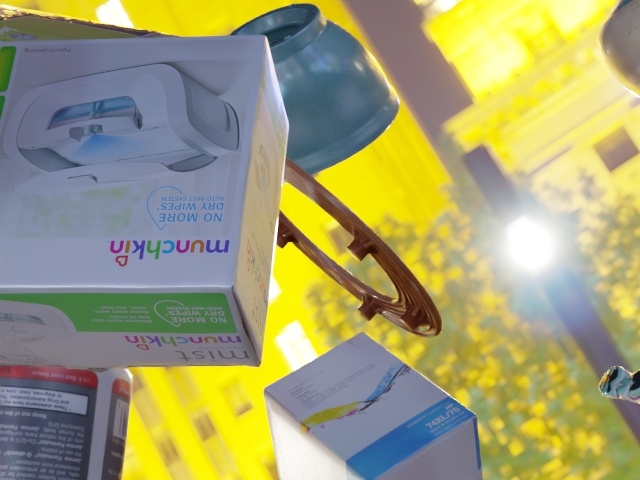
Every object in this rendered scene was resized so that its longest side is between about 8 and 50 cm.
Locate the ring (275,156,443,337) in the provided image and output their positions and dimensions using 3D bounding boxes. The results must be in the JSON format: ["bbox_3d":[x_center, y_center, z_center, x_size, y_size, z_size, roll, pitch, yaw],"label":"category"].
[{"bbox_3d":[0.000,0.000,1.825,0.032,0.336,0.336,-47,-17,-11],"label":"ring"}]

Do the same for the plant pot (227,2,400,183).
[{"bbox_3d":[-0.046,-0.246,2.545,0.293,0.196,0.293,-19,26,10],"label":"plant pot"}]

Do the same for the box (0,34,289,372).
[{"bbox_3d":[-0.169,-0.027,1.245,0.262,0.231,0.127,0,-33,10],"label":"box"}]

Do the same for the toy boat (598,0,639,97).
[{"bbox_3d":[0.402,-0.209,1.446,0.318,0.148,0.267,3,-15,-32],"label":"toy boat"}]

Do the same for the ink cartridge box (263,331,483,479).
[{"bbox_3d":[0.078,0.308,2.405,0.197,0.270,0.198,-29,-49,-25],"label":"ink cartridge box"}]

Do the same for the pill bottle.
[{"bbox_3d":[-0.333,0.311,1.842,0.210,0.363,0.210,5,-16,1],"label":"pill bottle"}]

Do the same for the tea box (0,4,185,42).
[{"bbox_3d":[-0.387,-0.187,2.231,0.329,0.323,0.220,-42,-39,-72],"label":"tea box"}]

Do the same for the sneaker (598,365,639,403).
[{"bbox_3d":[0.353,0.170,1.789,0.038,0.069,0.098,-60,18,-9],"label":"sneaker"}]
